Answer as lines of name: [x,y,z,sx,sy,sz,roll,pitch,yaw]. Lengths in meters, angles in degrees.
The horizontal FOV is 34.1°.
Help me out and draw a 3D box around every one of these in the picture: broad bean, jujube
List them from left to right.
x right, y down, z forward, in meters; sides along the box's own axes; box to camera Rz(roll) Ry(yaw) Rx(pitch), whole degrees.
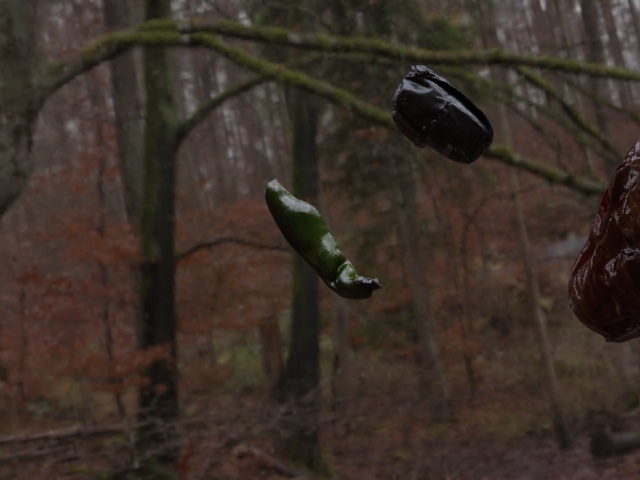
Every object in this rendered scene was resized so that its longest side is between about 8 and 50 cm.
broad bean: [-0.001,0.007,1.261,0.046,0.195,0.061,-24,-30,-43]
jujube: [0.420,-0.004,1.260,0.216,0.216,0.342,-9,-32,-21]

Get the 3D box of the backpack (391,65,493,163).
backpack: [0.179,-0.181,1.567,0.106,0.165,0.120,-47,-3,7]
